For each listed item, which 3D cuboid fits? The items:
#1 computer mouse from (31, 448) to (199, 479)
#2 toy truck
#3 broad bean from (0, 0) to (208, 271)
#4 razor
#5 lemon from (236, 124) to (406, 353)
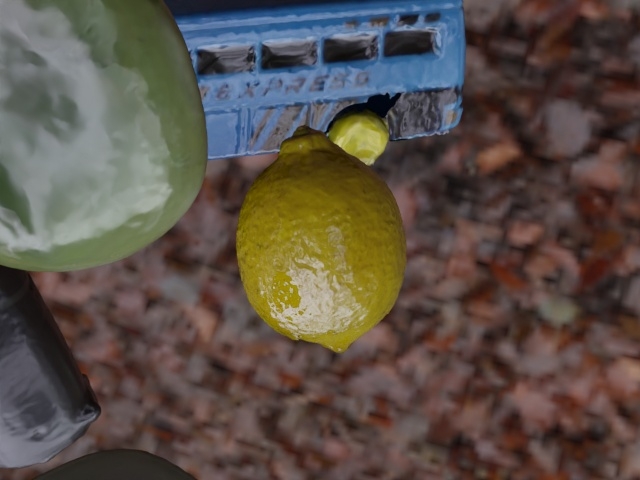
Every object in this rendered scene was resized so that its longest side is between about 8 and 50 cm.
[{"bbox_3d":[-0.160,0.250,0.947,0.197,0.331,0.095,42,161,11],"label":"computer mouse"},{"bbox_3d":[-0.071,-0.154,1.623,0.385,0.161,0.162,-7,119,-19],"label":"toy truck"},{"bbox_3d":[-0.152,-0.078,0.842,0.228,0.100,0.169,37,119,-8],"label":"broad bean"},{"bbox_3d":[-0.201,0.076,1.170,0.090,0.054,0.148,-28,122,-2],"label":"razor"},{"bbox_3d":[0.000,0.000,0.674,0.062,0.083,0.062,-11,-176,1],"label":"lemon"}]
